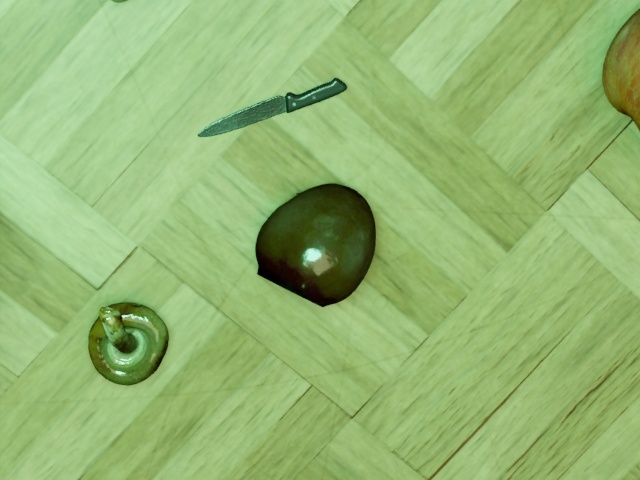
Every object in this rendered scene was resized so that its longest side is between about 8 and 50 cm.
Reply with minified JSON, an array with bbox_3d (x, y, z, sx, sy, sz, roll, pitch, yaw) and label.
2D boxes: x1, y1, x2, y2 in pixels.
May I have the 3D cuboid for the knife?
[{"bbox_3d":[-0.053,-0.142,1.439,0.170,0.010,0.023,-20,111,-3],"label":"knife"}]

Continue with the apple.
[{"bbox_3d":[0.403,-0.163,1.435,0.164,0.209,0.209,-42,111,8],"label":"apple"}]

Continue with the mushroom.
[{"bbox_3d":[-0.211,0.098,1.444,0.088,0.073,0.129,-4,143,3],"label":"mushroom"}]

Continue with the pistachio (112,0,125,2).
[{"bbox_3d":[-0.174,-0.335,1.301,0.129,0.131,0.206,39,105,25],"label":"pistachio"}]

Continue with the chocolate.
[{"bbox_3d":[0.000,0.000,1.458,0.124,0.127,0.133,24,89,-49],"label":"chocolate"}]
